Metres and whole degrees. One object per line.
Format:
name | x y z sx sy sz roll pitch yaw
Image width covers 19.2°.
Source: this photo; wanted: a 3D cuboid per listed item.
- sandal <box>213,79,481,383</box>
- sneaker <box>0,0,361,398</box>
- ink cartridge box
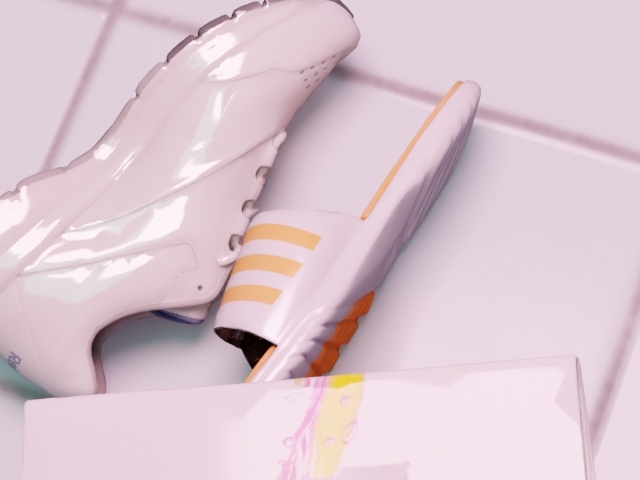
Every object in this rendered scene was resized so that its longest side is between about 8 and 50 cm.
sandal | 0.000 0.004 1.075 0.076 0.102 0.265 30 66 11
sneaker | -0.082 -0.026 1.112 0.297 0.111 0.129 -43 83 -6
ink cartridge box | 0.006 0.189 0.941 0.270 0.198 0.197 -5 66 6
